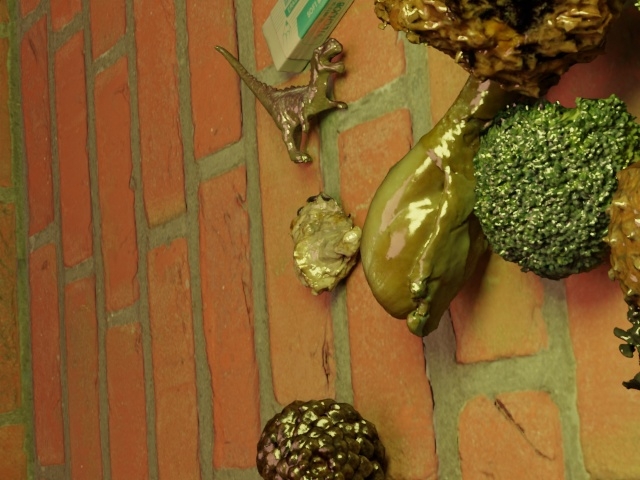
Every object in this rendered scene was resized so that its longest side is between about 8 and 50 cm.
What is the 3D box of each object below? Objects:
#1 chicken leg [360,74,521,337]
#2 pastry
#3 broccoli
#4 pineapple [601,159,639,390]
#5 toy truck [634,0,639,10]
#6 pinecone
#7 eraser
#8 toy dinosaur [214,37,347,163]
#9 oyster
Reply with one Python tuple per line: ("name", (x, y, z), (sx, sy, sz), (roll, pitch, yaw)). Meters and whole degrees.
("chicken leg", (0.171, -0.100, 1.510), (0.152, 0.201, 0.429), (28, 109, 9))
("pastry", (0.183, -0.245, 1.285), (0.275, 0.275, 0.193), (23, 117, 56))
("broccoli", (0.257, -0.065, 1.350), (0.198, 0.176, 0.226), (37, 107, 19))
("pineapple", (0.356, 0.056, 1.238), (0.158, 0.157, 0.279), (32, 128, 54))
("toy truck", (0.359, -0.225, 1.202), (0.128, 0.135, 0.260), (2, 90, 45))
("pinecone", (-0.002, 0.319, 1.758), (0.204, 0.179, 0.184), (99, 171, -68))
("eraser", (-0.012, -0.362, 1.900), (0.225, 0.052, 0.096), (-49, 52, 45))
("toy dinosaur", (-0.053, -0.215, 1.918), (0.251, 0.072, 0.200), (0, 99, 51))
("oyster", (0.000, 0.000, 1.853), (0.191, 0.081, 0.163), (-28, 61, 51))
